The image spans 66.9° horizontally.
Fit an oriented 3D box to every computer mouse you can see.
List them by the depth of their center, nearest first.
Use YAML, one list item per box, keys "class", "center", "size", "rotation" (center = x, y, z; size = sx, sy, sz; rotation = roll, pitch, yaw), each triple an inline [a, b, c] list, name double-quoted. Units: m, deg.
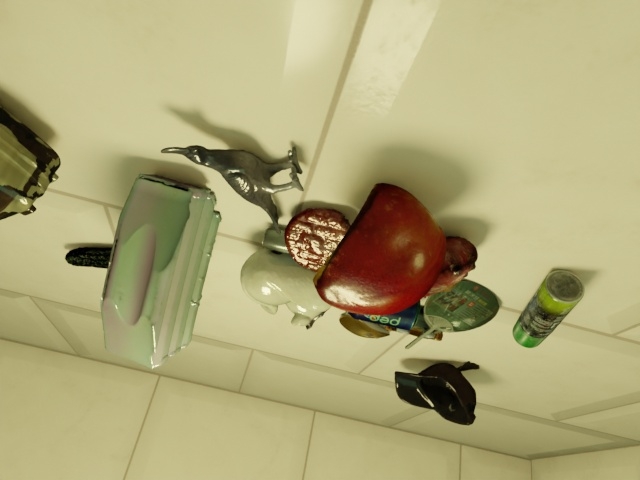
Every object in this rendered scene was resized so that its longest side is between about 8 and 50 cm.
- class: "computer mouse"
  center: [0.154, 0.305, 1.682]
  size: [0.199, 0.044, 0.102]
  rotation: [33, 146, -31]

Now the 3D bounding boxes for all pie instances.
- class: "pie"
  center: [0.000, 0.000, 1.160]
  size: [0.183, 0.049, 0.182]
  rotation: [5, 126, 7]

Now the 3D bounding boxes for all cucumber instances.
- class: "cucumber"
  center: [-0.693, 0.057, 1.530]
  size: [0.300, 0.072, 0.072]
  rotation: [2, 149, 16]

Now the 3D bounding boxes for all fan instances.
- class: "fan"
  center: [0.354, 0.203, 1.372]
  size: [0.295, 0.012, 0.223]
  rotation: [-19, 129, 10]

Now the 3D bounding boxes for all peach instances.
- class: "peach"
  center: [0.115, 0.037, 0.988]
  size: [0.245, 0.274, 0.248]
  rotation: [40, 173, 30]

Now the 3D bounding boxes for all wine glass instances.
- class: "wine glass"
  center: [-0.047, 0.013, 1.244]
  size: [0.198, 0.066, 0.066]
  rotation: [13, 150, 1]

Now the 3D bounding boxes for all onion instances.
- class: "onion"
  center: [0.268, 0.051, 1.126]
  size: [0.147, 0.184, 0.184]
  rotation: [50, 156, 19]

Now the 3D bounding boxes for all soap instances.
- class: "soap"
  center: [-0.384, 0.072, 1.175]
  size: [0.156, 0.445, 0.261]
  rotation: [18, -170, 9]

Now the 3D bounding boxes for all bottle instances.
- class: "bottle"
  center: [0.595, 0.194, 1.292]
  size: [0.093, 0.093, 0.330]
  rotation: [6, 149, 9]

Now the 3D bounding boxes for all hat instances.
- class: "hat"
  center: [0.473, 0.554, 1.915]
  size: [0.336, 0.209, 0.238]
  rotation: [18, 133, 25]

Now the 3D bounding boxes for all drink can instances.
- class: "drink can"
  center: [0.178, 0.186, 1.399]
  size: [0.205, 0.118, 0.118]
  rotation: [11, 150, -1]

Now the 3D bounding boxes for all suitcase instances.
- class: "suitcase"
  center: [-0.770, -0.194, 1.021]
  size: [0.352, 0.193, 0.339]
  rotation: [-12, 136, 33]

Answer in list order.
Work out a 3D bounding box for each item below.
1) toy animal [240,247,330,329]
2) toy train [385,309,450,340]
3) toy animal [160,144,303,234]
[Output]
- class: "toy animal"
  center: [-0.095, 0.131, 1.345]
  size: [0.289, 0.174, 0.249]
  rotation: [23, 147, -20]
- class: "toy train"
  center: [0.292, 0.258, 1.514]
  size: [0.220, 0.089, 0.127]
  rotation: [12, 160, -2]
- class: "toy animal"
  center: [-0.124, -0.127, 1.019]
  size: [0.206, 0.081, 0.367]
  rotation: [-14, 149, 30]
